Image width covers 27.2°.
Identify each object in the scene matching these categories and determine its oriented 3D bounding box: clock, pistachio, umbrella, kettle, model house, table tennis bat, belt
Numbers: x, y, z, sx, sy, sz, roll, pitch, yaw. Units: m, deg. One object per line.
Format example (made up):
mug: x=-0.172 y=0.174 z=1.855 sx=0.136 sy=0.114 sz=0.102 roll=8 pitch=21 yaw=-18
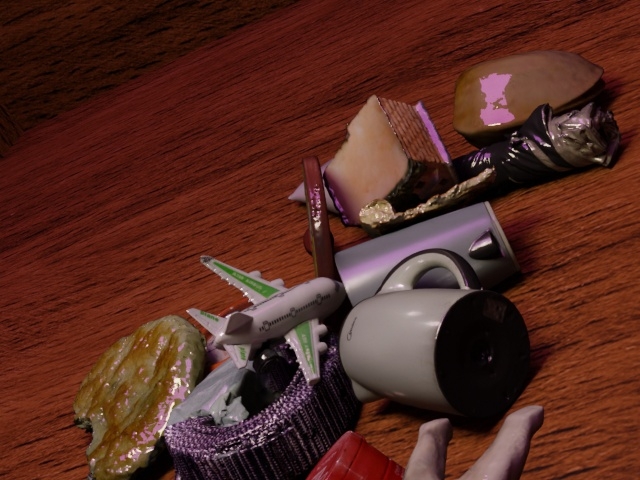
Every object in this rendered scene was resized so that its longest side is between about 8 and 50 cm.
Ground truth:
clock: x=-0.138 y=0.167 z=2.185 sx=0.205 sy=0.051 sz=0.205 roll=-31 pitch=25 yaw=16
pistachio: x=0.346 y=-0.237 z=2.197 sx=0.260 sy=0.163 sz=0.212 roll=-16 pitch=30 yaw=13
umbrella: x=0.304 y=-0.136 z=2.114 sx=0.358 sy=0.113 sz=0.106 roll=-17 pitch=47 yaw=36
kettle: x=0.144 y=0.117 z=1.747 sx=0.236 sy=0.161 sz=0.221 roll=-2 pitch=71 yaw=56
model house: x=0.128 y=-0.112 z=2.110 sx=0.183 sy=0.172 sz=0.166 roll=-48 pitch=55 yaw=36
kettle: x=0.165 y=0.043 z=1.952 sx=0.243 sy=0.160 sz=0.210 roll=-24 pitch=-4 yaw=5
table tennis bat: x=0.000 y=0.000 z=2.126 sx=0.051 sy=0.268 sz=0.415 roll=-7 pitch=0 yaw=-1
belt: x=-0.080 y=0.236 z=1.875 sx=0.260 sy=0.122 sz=0.325 roll=-14 pitch=24 yaw=30

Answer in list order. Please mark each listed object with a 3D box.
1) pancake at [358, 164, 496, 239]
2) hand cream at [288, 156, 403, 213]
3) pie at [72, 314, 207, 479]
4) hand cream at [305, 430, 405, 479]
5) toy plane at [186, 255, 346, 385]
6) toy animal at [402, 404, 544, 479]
pancake: x=0.176 y=-0.057 z=1.999 sx=0.244 sy=0.057 sz=0.266 roll=-34 pitch=-16 yaw=32
hand cream: x=0.055 y=-0.107 z=2.414 sx=0.185 sy=0.118 sz=0.359 roll=-39 pitch=16 yaw=-6
pie: x=-0.296 y=0.253 z=2.146 sx=0.296 sy=0.078 sz=0.371 roll=-47 pitch=25 yaw=9
hand cream: x=0.028 y=0.324 z=1.493 sx=0.193 sy=0.125 sz=0.193 roll=-56 pitch=0 yaw=0
toy plane: x=-0.061 y=0.109 z=1.849 sx=0.255 sy=0.251 sz=0.101 roll=-17 pitch=-36 yaw=-44
toy animal: x=0.124 y=0.352 z=1.295 sx=0.194 sy=0.302 sz=0.344 roll=-10 pitch=5 yaw=40
